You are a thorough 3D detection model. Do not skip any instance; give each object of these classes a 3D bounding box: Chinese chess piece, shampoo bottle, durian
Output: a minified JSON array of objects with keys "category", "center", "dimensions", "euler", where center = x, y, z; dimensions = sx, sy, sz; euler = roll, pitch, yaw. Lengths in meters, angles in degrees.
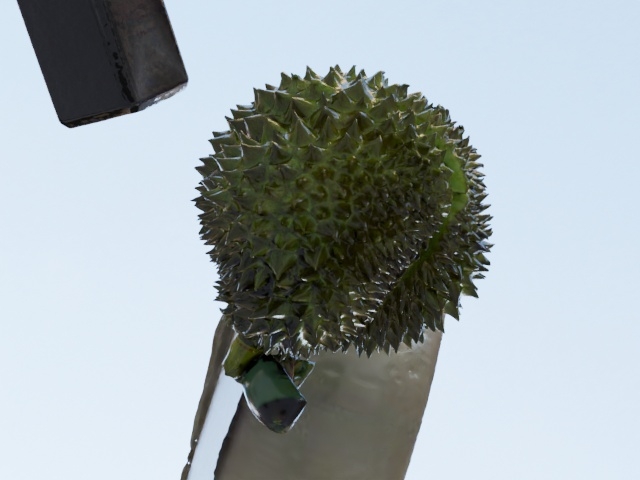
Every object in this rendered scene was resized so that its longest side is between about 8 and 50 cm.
[{"category":"Chinese chess piece","center":[-0.016,0.131,1.313],"dimensions":[0.140,0.338,0.338],"euler":[18,-71,-8]},{"category":"shampoo bottle","center":[-0.176,-0.209,1.201],"dimensions":[0.079,0.080,0.246],"euler":[-10,-76,33]},{"category":"durian","center":[0.010,-0.010,0.912],"dimensions":[0.198,0.159,0.146],"euler":[95,-29,-55]}]
